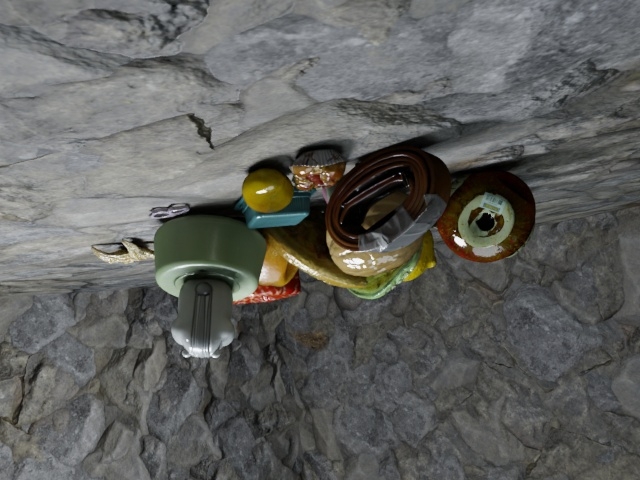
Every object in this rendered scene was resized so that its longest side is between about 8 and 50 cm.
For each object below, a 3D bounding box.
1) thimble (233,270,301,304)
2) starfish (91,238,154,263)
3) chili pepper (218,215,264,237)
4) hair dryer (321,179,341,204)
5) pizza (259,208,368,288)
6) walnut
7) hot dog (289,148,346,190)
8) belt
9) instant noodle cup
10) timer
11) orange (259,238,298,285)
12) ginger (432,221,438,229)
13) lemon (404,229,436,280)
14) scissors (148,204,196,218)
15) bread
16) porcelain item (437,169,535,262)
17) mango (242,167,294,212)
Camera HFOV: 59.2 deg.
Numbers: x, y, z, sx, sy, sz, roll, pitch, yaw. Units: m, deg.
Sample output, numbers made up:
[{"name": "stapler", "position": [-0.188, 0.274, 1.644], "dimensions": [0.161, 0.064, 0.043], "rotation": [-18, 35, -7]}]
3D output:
[{"name": "thimble", "position": [-0.240, 0.106, 1.993], "dimensions": [0.350, 0.231, 0.350], "rotation": [-8, 171, -1]}, {"name": "starfish", "position": [-0.580, 0.039, 1.724], "dimensions": [0.216, 0.071, 0.238], "rotation": [-12, 168, -22]}, {"name": "chili pepper", "position": [-0.241, -0.035, 1.523], "dimensions": [0.279, 0.065, 0.122], "rotation": [-2, -178, -30]}, {"name": "hair dryer", "position": [0.076, -0.113, 1.237], "dimensions": [0.054, 0.106, 0.154], "rotation": [4, 142, -47]}, {"name": "pizza", "position": [-0.020, 0.024, 1.519], "dimensions": [0.258, 0.268, 0.087], "rotation": [-5, 147, -39]}, {"name": "walnut", "position": [0.135, -0.020, 1.434], "dimensions": [0.261, 0.225, 0.225], "rotation": [-19, 169, 26]}, {"name": "hot dog", "position": [-0.004, -0.130, 1.083], "dimensions": [0.108, 0.059, 0.191], "rotation": [-4, 175, -2]}, {"name": "belt", "position": [0.131, -0.074, 1.118], "dimensions": [0.261, 0.184, 0.105], "rotation": [-28, 163, 31]}, {"name": "instant noodle cup", "position": [-0.106, -0.076, 1.343], "dimensions": [0.179, 0.070, 0.157], "rotation": [-5, 170, -19]}, {"name": "timer", "position": [-0.285, 0.138, 1.409], "dimensions": [0.290, 0.315, 0.291], "rotation": [0, 153, 0]}, {"name": "orange", "position": [-0.180, 0.051, 1.720], "dimensions": [0.249, 0.183, 0.249], "rotation": [7, 166, 2]}, {"name": "ginger", "position": [0.470, -0.078, 1.812], "dimensions": [0.270, 0.123, 0.219], "rotation": [2, 168, -7]}, {"name": "lemon", "position": [0.241, 0.018, 1.779], "dimensions": [0.253, 0.228, 0.228], "rotation": [29, 163, -12]}, {"name": "scissors", "position": [-0.338, -0.064, 1.377], "dimensions": [0.100, 0.015, 0.189], "rotation": [-12, 173, 14]}, {"name": "bread", "position": [0.168, 0.023, 1.592], "dimensions": [0.301, 0.301, 0.045], "rotation": [-15, 146, 43]}, {"name": "porcelain item", "position": [0.425, -0.069, 1.448], "dimensions": [0.253, 0.253, 0.253], "rotation": [-8, 173, -1]}, {"name": "mango", "position": [-0.103, -0.102, 1.111], "dimensions": [0.103, 0.076, 0.161], "rotation": [-3, 169, -5]}]
